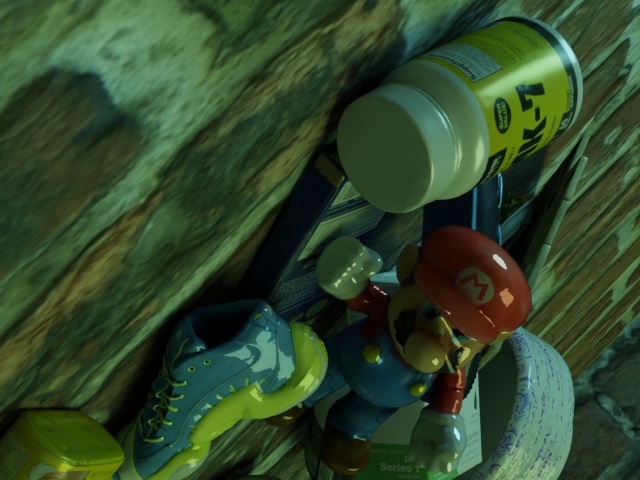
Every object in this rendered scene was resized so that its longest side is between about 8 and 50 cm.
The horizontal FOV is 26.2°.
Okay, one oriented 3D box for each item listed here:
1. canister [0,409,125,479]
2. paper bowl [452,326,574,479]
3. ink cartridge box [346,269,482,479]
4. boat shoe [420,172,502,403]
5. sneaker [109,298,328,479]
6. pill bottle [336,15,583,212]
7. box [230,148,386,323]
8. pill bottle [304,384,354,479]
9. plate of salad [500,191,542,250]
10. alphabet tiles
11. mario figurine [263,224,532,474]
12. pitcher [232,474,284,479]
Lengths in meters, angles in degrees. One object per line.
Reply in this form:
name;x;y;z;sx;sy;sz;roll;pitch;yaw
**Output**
canister;-0.247;0.219;1.101;0.170;0.073;0.126;-51;161;8
paper bowl;0.213;0.248;1.794;0.148;0.284;0.284;31;106;-30
ink cartridge box;0.103;0.144;1.480;0.160;0.092;0.219;-10;98;-62
boat shoe;0.151;0.037;1.359;0.089;0.109;0.258;10;91;-47
sneaker;-0.119;0.124;1.201;0.240;0.091;0.126;-33;125;7
pill bottle;0.117;-0.105;1.146;0.208;0.119;0.119;-30;155;-40
box;0.000;0.000;1.236;0.136;0.036;0.225;-22;150;-50
pill bottle;0.047;0.243;1.692;0.130;0.130;0.246;-39;160;-22
plate of salad;0.187;0.009;1.643;0.200;0.048;0.200;-43;172;-8
alphabet tiles;0.233;0.035;1.629;0.285;0.011;0.342;-63;178;-20
mario figurine;0.062;0.110;1.247;0.198;0.170;0.320;9;141;-33
pitcher;-0.103;0.372;1.599;0.207;0.125;0.178;-11;108;-55
